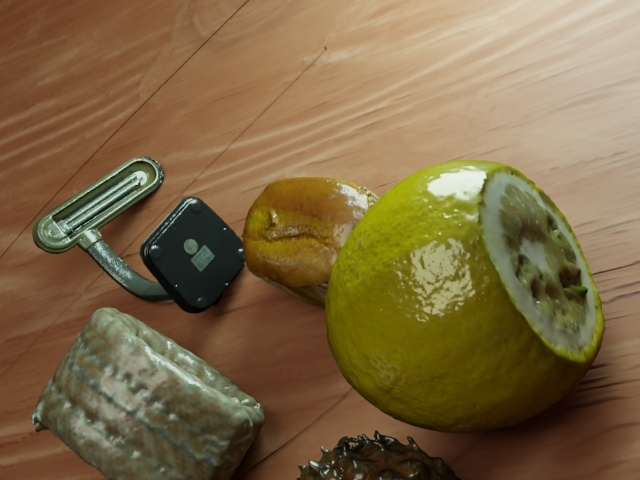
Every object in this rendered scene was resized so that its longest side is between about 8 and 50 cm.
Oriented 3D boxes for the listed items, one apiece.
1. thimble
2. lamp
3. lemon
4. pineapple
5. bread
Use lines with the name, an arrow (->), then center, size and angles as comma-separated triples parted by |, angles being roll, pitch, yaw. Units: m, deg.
thimble -> -0.184, 0.185, 1.190 | 0.229, 0.196, 0.148 | 33, 90, 15
lamp -> -0.202, -0.017, 1.404 | 0.283, 0.124, 0.203 | 9, 50, 45
lemon -> 0.115, 0.059, 0.994 | 0.219, 0.240, 0.240 | -30, 48, 32
pineapple -> 0.036, 0.258, 0.991 | 0.193, 0.166, 0.166 | -18, 54, 32
bread -> 0.000, 0.000, 1.215 | 0.190, 0.114, 0.132 | 4, 69, 46
